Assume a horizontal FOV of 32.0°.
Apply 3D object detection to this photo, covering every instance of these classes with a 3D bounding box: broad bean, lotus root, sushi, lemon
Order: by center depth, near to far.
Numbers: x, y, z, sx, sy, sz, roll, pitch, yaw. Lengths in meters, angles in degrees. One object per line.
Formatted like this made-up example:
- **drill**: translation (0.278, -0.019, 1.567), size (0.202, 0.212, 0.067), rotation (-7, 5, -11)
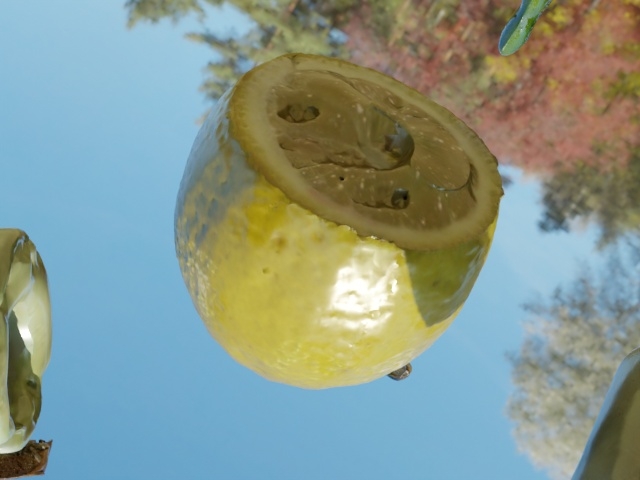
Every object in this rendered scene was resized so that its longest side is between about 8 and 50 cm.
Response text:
- **lemon**: translation (0.000, 0.000, 1.223), size (0.364, 0.364, 0.364), rotation (28, -161, -11)
- **sushi**: translation (-0.362, 0.252, 1.291), size (0.120, 0.052, 0.055), rotation (-1, -105, -31)
- **broad bean**: translation (0.289, -0.329, 1.487), size (0.039, 0.227, 0.069), rotation (37, -117, 10)
- **lotus root**: translation (0.108, 0.183, 1.666), size (0.030, 0.037, 0.083), rotation (34, -171, -41)

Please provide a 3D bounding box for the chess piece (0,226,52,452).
- **chess piece**: translation (-0.446, 0.072, 0.867), size (0.442, 0.234, 0.234), rotation (1, -159, 0)

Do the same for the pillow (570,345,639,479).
- **pillow**: translation (0.266, 0.159, 0.932), size (0.053, 0.119, 0.208), rotation (38, -119, -9)
